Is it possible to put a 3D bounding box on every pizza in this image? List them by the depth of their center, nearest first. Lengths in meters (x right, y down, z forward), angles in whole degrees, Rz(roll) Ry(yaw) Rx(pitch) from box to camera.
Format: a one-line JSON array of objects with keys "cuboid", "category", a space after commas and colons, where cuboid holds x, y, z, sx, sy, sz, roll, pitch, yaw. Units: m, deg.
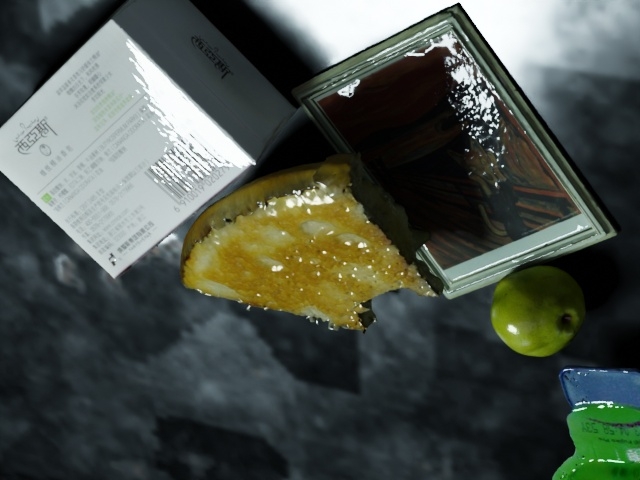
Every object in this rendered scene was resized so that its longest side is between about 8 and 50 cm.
[{"cuboid": [0.000, 0.000, 1.886, 0.223, 0.089, 0.323, 25, 151, -23], "category": "pizza"}]

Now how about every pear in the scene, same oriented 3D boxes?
[{"cuboid": [0.207, 0.067, 1.867, 0.097, 0.092, 0.092, 40, 153, 56], "category": "pear"}]

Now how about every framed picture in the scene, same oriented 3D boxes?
[{"cuboid": [0.123, -0.073, 1.845, 0.216, 0.016, 0.273, -25, 111, 39], "category": "framed picture"}]

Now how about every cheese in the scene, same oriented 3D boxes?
[{"cuboid": [0.317, 0.246, 1.945, 0.204, 0.083, 0.320, 1, 128, 30], "category": "cheese"}]

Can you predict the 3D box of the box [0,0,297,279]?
[{"cuboid": [-0.181, -0.108, 1.914, 0.194, 0.111, 0.260, 45, 134, -10], "category": "box"}]
